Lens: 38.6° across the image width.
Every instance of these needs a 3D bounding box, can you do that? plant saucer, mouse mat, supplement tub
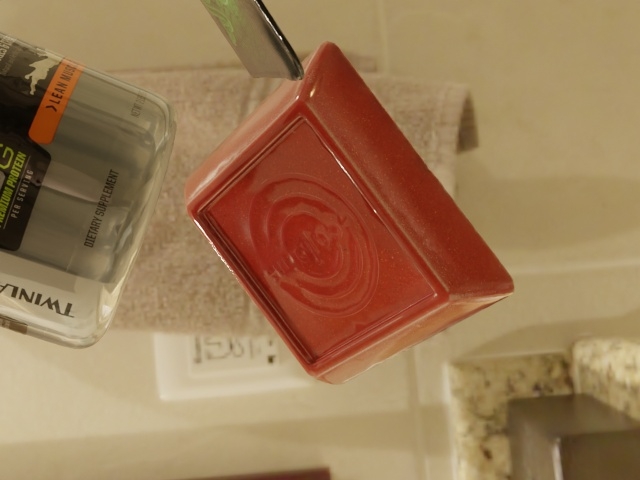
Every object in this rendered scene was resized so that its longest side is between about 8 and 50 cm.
[{"bbox_3d":[0.000,0.000,0.814,0.259,0.047,0.258,53,135,-1],"label":"plant saucer"},{"bbox_3d":[-0.064,-0.142,0.440,0.153,0.007,0.190,55,178,-14],"label":"mouse mat"},{"bbox_3d":[-0.271,-0.060,0.615,0.193,0.316,0.194,-161,90,-76],"label":"supplement tub"}]
